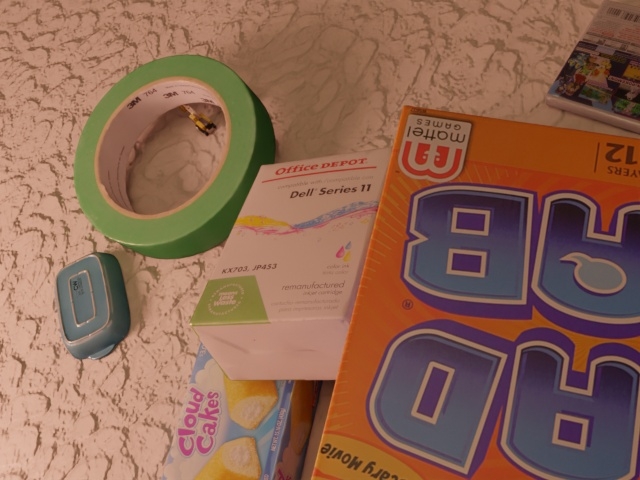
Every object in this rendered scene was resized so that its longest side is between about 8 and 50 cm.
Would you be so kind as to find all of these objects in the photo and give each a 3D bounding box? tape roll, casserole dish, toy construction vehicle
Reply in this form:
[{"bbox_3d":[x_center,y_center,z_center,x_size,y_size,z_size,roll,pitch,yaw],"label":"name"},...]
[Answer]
[{"bbox_3d":[-0.231,-0.132,1.220,0.321,0.077,0.321,-7,70,18],"label":"tape roll"},{"bbox_3d":[-0.358,0.094,1.203,0.114,0.037,0.188,-26,56,7],"label":"casserole dish"},{"bbox_3d":[-0.180,-0.223,1.296,0.086,0.035,0.098,-44,57,-4],"label":"toy construction vehicle"}]

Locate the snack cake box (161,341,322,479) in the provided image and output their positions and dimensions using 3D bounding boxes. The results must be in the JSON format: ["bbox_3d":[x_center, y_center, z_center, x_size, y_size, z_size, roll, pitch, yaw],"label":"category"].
[{"bbox_3d":[-0.102,0.263,0.977,0.152,0.089,0.264,3,65,23],"label":"snack cake box"}]

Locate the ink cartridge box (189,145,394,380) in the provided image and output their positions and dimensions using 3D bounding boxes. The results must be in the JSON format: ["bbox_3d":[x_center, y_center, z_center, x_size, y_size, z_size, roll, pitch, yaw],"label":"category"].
[{"bbox_3d":[0.000,0.000,0.990,0.207,0.119,0.353,-6,43,25],"label":"ink cartridge box"}]

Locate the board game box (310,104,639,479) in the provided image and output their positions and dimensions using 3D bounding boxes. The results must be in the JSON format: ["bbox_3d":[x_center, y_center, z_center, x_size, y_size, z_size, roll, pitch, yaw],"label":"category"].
[{"bbox_3d":[0.217,0.144,0.710,0.356,0.356,0.356,10,68,12],"label":"board game box"}]

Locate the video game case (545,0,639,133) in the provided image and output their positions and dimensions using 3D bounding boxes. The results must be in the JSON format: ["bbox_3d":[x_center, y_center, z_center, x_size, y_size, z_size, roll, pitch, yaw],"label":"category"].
[{"bbox_3d":[0.439,-0.231,1.055,0.201,0.023,0.183,26,76,30],"label":"video game case"}]
